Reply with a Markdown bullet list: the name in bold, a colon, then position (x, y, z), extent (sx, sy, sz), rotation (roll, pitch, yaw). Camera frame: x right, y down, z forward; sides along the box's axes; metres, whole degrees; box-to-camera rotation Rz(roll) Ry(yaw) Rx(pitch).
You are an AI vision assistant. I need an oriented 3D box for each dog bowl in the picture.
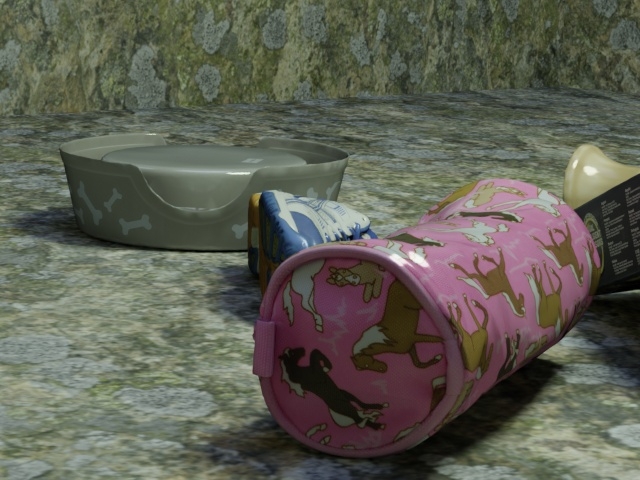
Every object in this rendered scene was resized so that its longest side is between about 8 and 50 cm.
- **dog bowl**: position (-0.140, -0.062, 2.028), extent (0.349, 0.102, 0.349), rotation (2, 11, 0)

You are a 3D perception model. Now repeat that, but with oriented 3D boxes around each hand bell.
- **hand bell**: position (0.411, -0.049, 1.905), extent (0.242, 0.126, 0.126), rotation (1, 8, 36)

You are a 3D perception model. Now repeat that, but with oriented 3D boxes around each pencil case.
- **pencil case**: position (0.090, 0.048, 1.290), extent (0.167, 0.160, 0.386), rotation (-36, -6, 24)

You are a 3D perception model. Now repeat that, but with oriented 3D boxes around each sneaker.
- **sneaker**: position (0.000, 0.000, 1.674), extent (0.131, 0.112, 0.296), rotation (1, 11, -6)

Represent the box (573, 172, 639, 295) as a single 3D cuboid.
- **box**: position (0.421, -0.025, 1.540), extent (0.318, 0.097, 0.395), rotation (-9, -7, -7)
